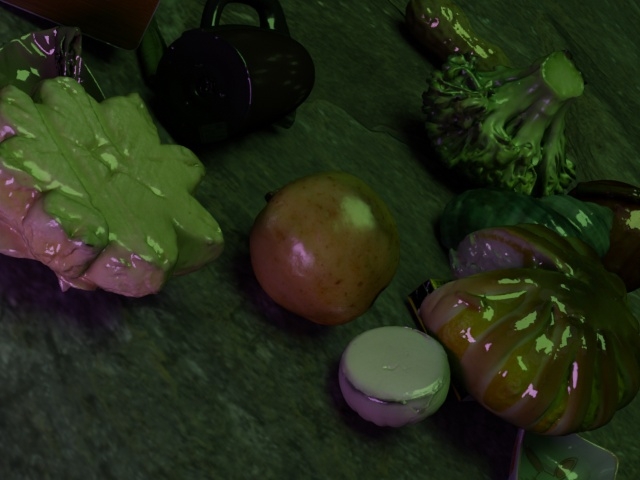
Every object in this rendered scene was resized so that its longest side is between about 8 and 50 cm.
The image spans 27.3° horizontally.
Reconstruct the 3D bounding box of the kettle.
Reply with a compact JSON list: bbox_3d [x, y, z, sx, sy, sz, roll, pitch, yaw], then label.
[{"bbox_3d":[-0.107,-0.237,1.763,0.232,0.144,0.202,-25,101,-62],"label":"kettle"}]

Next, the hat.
[{"bbox_3d":[-0.325,-0.154,1.541,0.147,0.085,0.175,-34,103,-31],"label":"hat"}]

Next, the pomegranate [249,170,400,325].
[{"bbox_3d":[0.000,0.000,1.609,0.196,0.196,0.196,27,38,-24],"label":"pomegranate"}]

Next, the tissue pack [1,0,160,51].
[{"bbox_3d":[-0.313,-0.376,1.664,0.246,0.159,0.136,20,39,-16],"label":"tissue pack"}]

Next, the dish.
[{"bbox_3d":[0.294,0.322,1.663,0.151,0.077,0.212,35,35,-11],"label":"dish"}]

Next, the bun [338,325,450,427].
[{"bbox_3d":[0.088,0.177,1.597,0.138,0.094,0.138,0,42,0],"label":"bun"}]

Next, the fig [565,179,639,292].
[{"bbox_3d":[0.467,-0.014,2.095,0.205,0.205,0.205,27,38,-24],"label":"fig"}]

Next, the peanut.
[{"bbox_3d":[0.240,-0.338,2.282,0.229,0.098,0.103,45,61,-5],"label":"peanut"}]

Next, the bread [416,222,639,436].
[{"bbox_3d":[0.291,0.103,1.699,0.333,0.160,0.333,23,39,-19],"label":"bread"}]

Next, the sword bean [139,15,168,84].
[{"bbox_3d":[-0.250,-0.317,1.803,0.043,0.038,0.269,38,25,-57],"label":"sword bean"}]

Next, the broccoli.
[{"bbox_3d":[0.306,-0.181,2.054,0.288,0.245,0.248,-3,66,-41],"label":"broccoli"}]

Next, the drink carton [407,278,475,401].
[{"bbox_3d":[0.184,0.133,1.768,0.071,0.056,0.166,9,48,-50],"label":"drink carton"}]

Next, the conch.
[{"bbox_3d":[0.323,0.005,1.956,0.277,0.195,0.220,-18,56,-17],"label":"conch"}]

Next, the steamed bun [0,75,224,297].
[{"bbox_3d":[-0.247,-0.042,1.436,0.292,0.137,0.295,26,33,-24],"label":"steamed bun"}]
